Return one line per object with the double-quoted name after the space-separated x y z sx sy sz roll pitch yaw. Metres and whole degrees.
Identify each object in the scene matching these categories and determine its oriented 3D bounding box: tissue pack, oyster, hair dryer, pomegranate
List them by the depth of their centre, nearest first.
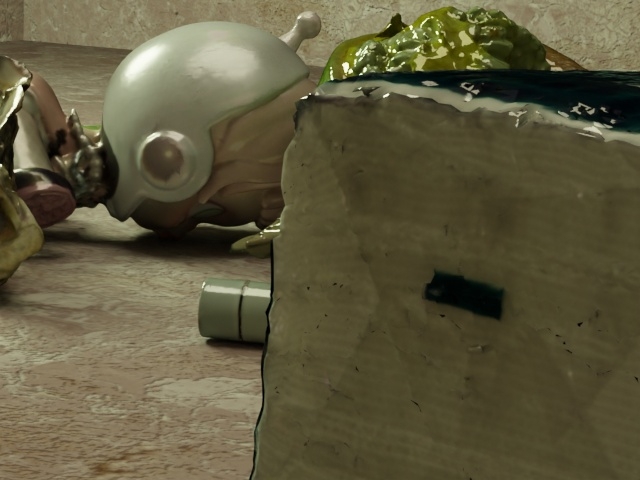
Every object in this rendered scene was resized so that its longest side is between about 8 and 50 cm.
0.198 0.040 0.915 0.264 0.253 0.417 13 14 40 "tissue pack"
-0.042 0.053 1.399 0.082 0.047 0.137 5 3 9 "hair dryer"
-0.318 -0.051 1.564 0.275 0.271 0.100 -26 -43 38 "oyster"
0.109 -0.065 1.605 0.261 0.260 0.340 4 39 7 "pomegranate"

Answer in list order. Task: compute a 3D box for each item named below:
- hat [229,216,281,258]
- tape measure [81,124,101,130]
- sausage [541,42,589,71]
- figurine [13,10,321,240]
0.000 0.000 1.426 0.147 0.085 0.175 31 -4 -22 "hat"
-0.191 -0.094 2.042 0.154 0.087 0.177 -4 14 -36 "tape measure"
0.337 -0.059 1.711 0.501 0.136 0.123 28 -20 28 "sausage"
-0.164 -0.104 1.752 0.361 0.211 0.253 -5 19 -9 "figurine"
